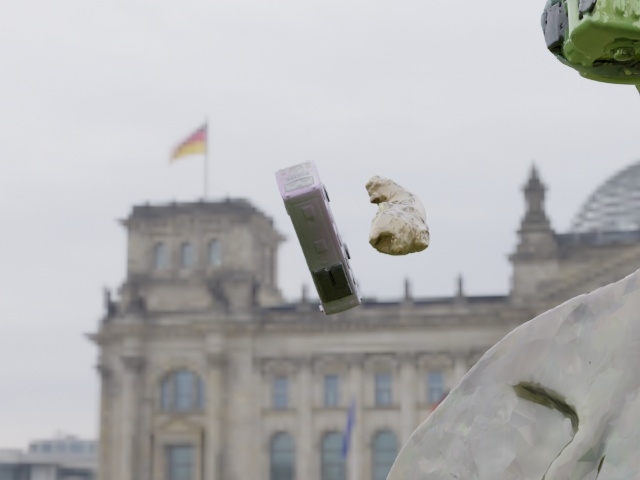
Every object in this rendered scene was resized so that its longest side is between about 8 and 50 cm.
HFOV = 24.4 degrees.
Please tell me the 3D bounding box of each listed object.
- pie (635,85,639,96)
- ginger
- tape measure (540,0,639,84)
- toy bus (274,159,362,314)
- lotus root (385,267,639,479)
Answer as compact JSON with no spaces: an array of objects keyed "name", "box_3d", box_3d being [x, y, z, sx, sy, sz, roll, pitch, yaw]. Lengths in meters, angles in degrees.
[{"name":"pie","box_3d":[0.450,-0.156,1.668,0.257,0.274,0.105,45,-52,-15]},{"name":"ginger","box_3d":[0.085,-0.025,1.649,0.069,0.051,0.173,8,18,-3]},{"name":"tape measure","box_3d":[0.305,-0.209,1.396,0.200,0.106,0.175,1,-10,-17]},{"name":"toy bus","box_3d":[0.000,0.000,1.155,0.037,0.052,0.131,-19,-54,1]},{"name":"lotus root","box_3d":[0.160,0.198,0.717,0.111,0.375,0.390,30,-4,-34]}]
